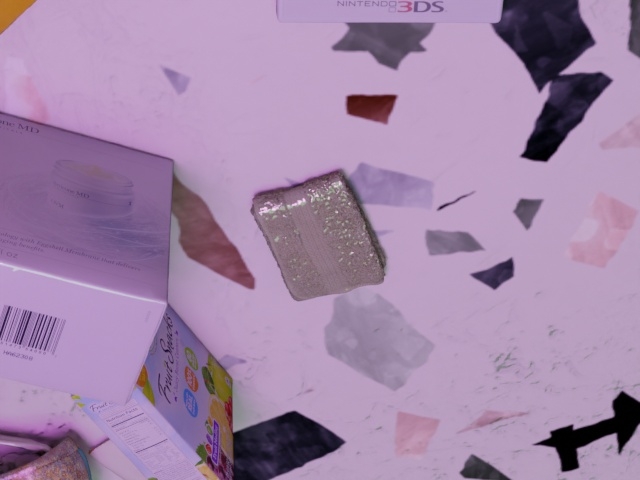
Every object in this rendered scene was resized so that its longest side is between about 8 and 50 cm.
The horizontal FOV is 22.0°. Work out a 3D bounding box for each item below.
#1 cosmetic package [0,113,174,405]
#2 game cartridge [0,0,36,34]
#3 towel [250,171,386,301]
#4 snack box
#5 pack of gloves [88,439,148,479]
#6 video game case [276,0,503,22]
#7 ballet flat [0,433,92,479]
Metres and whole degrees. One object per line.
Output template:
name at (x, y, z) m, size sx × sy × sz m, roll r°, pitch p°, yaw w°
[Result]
cosmetic package at (-0.263, 0.008, 1.532) m, size 0.224 × 0.225 × 0.138 m, roll 15°, pitch 124°, yaw -15°
game cartridge at (-0.337, -0.326, 1.369) m, size 0.285 × 0.053 × 0.323 m, roll -37°, pitch 123°, yaw 24°
towel at (0.000, 0.000, 1.666) m, size 0.110 × 0.027 × 0.148 m, roll -17°, pitch 128°, yaw 9°
snack box at (-0.168, 0.152, 1.686) m, size 0.070 × 0.174 × 0.207 m, roll -27°, pitch 126°, yaw 16°
pack of gloves at (-0.204, 0.319, 1.916) m, size 0.195 × 0.046 × 0.232 m, roll -33°, pitch 113°, yaw 21°
video game case at (0.065, -0.291, 1.434) m, size 0.206 × 0.026 × 0.227 m, roll 0°, pitch 129°, yaw -3°
ballet flat at (-0.426, 0.272, 1.819) m, size 0.348 × 0.123 × 0.123 m, roll -5°, pitch 129°, yaw -1°
